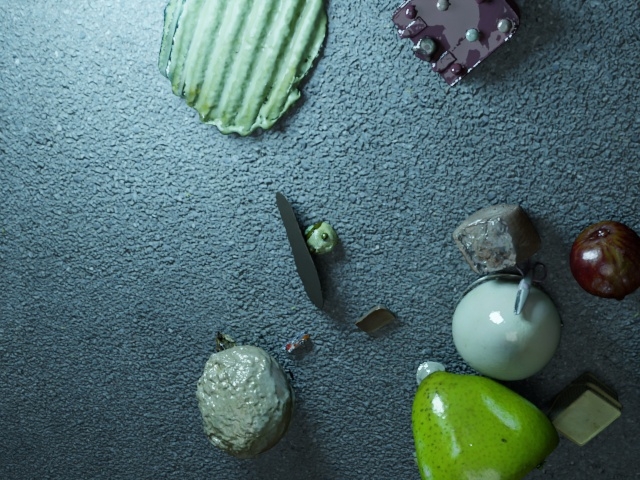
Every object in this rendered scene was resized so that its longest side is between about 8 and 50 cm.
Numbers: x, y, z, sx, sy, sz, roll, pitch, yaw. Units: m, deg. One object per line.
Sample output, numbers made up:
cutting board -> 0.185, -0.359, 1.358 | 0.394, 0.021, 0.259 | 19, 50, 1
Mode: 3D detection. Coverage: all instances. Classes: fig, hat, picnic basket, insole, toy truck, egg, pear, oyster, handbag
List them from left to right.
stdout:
oyster -> -0.268, 0.314, 2.013 | 0.086, 0.029, 0.132 | -31, 107, 25
egg -> -0.200, 0.434, 1.927 | 0.279, 0.279, 0.310 | -11, 96, 19
toy truck -> -0.067, 0.277, 1.948 | 0.083, 0.024, 0.032 | -41, 77, 25
insole -> -0.050, 0.028, 1.798 | 0.111, 0.007, 0.328 | 11, 124, 59
hat -> 0.000, -0.001, 1.781 | 0.077, 0.059, 0.076 | -27, 110, 19
handbag -> 0.279, -0.456, 1.484 | 0.216, 0.074, 0.203 | -39, 100, 27
pear -> 0.361, 0.449, 1.722 | 0.342, 0.238, 0.318 | -33, 71, -7
egg -> 0.437, 0.240, 1.717 | 0.264, 0.174, 0.286 | 24, 122, 7
picnic basket -> 0.659, 0.423, 1.797 | 0.115, 0.079, 0.164 | 36, 119, -6
fig -> 0.644, 0.070, 1.580 | 0.175, 0.175, 0.207 | -17, 109, 21

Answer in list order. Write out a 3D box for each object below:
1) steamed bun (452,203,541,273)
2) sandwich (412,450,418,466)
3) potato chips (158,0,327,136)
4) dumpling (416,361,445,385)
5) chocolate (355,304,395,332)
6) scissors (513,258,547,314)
steamed bun -> 0.402, -0.004, 1.647 | 0.175, 0.106, 0.145 | -25, 106, 26
sandwich -> 0.388, 0.572, 1.928 | 0.198, 0.227, 0.155 | 52, 124, 28
potato chips -> -0.187, -0.447, 1.616 | 0.358, 0.070, 0.429 | 26, 119, -2
dumpling -> 0.284, 0.349, 1.883 | 0.077, 0.043, 0.059 | -43, 77, 30
chocolate -> 0.142, 0.200, 1.854 | 0.064, 0.031, 0.101 | 35, 124, -24
scissors -> 0.471, 0.105, 1.649 | 0.085, 0.176, 0.022 | 31, 143, -2
